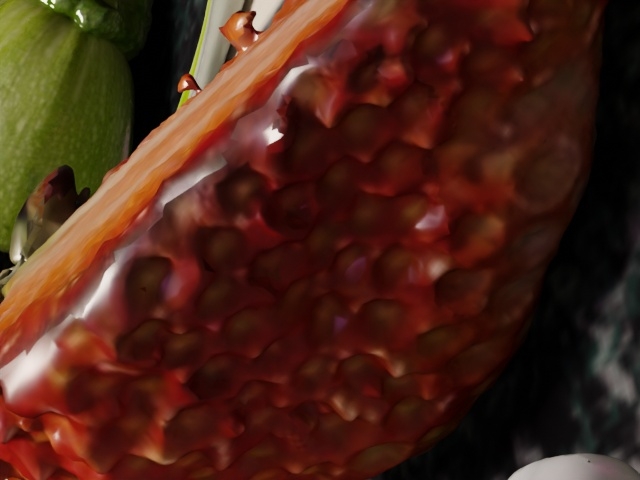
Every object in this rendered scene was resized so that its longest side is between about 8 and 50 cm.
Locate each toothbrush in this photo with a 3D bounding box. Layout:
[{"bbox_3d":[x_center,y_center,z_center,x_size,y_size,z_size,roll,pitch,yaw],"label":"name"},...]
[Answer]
[{"bbox_3d":[-0.057,-0.037,0.649,0.022,0.026,0.263,-106,31,-54],"label":"toothbrush"}]

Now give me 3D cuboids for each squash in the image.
[{"bbox_3d":[-0.105,-0.066,0.690,0.132,0.105,0.105,-66,30,14],"label":"squash"}]

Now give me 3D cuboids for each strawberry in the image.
[{"bbox_3d":[-0.003,0.005,0.461,0.175,0.107,0.236,-55,16,-25],"label":"strawberry"}]

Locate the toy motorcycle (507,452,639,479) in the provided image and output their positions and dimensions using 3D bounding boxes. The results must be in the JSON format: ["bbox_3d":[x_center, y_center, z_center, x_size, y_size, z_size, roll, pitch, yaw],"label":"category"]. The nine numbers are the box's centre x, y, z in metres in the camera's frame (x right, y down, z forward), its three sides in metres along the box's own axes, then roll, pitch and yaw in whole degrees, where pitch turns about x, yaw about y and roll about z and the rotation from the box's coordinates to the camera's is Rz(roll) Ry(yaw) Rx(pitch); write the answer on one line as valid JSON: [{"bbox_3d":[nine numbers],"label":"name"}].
[{"bbox_3d":[0.006,0.118,0.394,0.254,0.112,0.112,127,140,-53],"label":"toy motorcycle"}]
